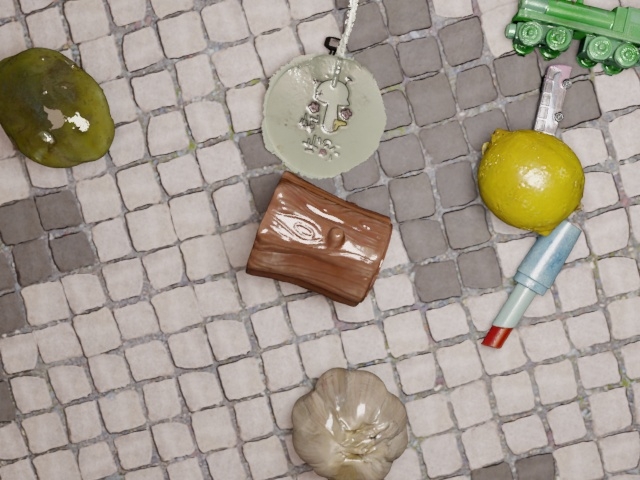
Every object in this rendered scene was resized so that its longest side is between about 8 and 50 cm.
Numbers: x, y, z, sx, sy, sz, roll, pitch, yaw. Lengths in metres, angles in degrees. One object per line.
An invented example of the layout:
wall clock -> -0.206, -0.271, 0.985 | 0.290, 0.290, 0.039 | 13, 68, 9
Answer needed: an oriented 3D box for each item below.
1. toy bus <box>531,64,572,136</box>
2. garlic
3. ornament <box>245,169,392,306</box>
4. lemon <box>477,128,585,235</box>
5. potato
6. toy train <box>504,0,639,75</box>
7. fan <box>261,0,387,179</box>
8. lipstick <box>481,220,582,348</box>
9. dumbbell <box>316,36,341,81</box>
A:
toy bus -> 0.423, -0.256, 1.328 | 0.052, 0.037, 0.130 | 12, 97, 7
garlic -> 0.056, 0.351, 1.343 | 0.228, 0.152, 0.227 | 1, 98, 8
ornament -> 0.000, 0.000, 1.303 | 0.218, 0.221, 0.235 | 21, 136, -3
lemon -> 0.366, -0.109, 1.276 | 0.173, 0.173, 0.206 | -41, 83, 6
potato -> -0.492, -0.242, 1.330 | 0.197, 0.148, 0.228 | -18, 91, -10
toy train -> 0.460, -0.376, 1.296 | 0.251, 0.085, 0.119 | 14, 90, 0
fan -> 0.030, -0.307, 1.318 | 0.233, 0.012, 0.414 | 17, 109, -2
lipstick -> 0.385, 0.086, 1.345 | 0.068, 0.061, 0.274 | 30, 95, -2
dumbbell -> 0.018, -0.334, 1.344 | 0.040, 0.036, 0.083 | 17, 96, -1
